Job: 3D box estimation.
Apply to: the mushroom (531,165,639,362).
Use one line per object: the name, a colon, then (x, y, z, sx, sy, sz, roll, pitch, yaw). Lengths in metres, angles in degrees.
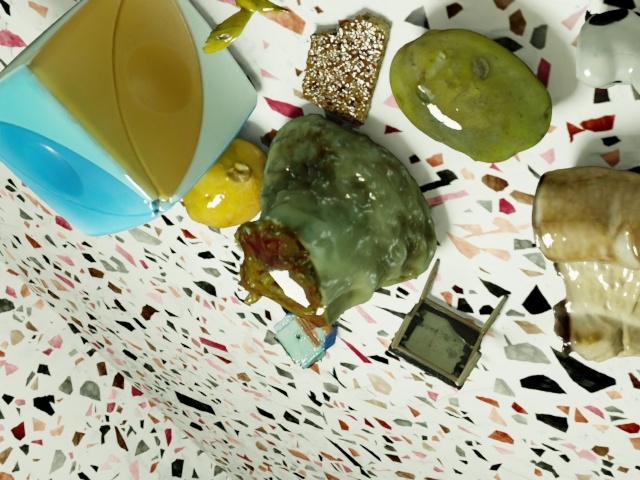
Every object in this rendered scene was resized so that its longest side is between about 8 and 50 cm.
mushroom: (0.538, 0.018, 1.169, 0.397, 0.224, 0.314, -4, 118, 35)

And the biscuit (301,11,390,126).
biscuit: (0.036, -0.292, 1.342, 0.131, 0.026, 0.237, 27, 148, 9)

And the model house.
model house: (-0.018, 0.225, 2.020, 0.148, 0.119, 0.148, -41, 79, 33)

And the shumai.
shumai: (0.000, 0.000, 1.481, 0.324, 0.323, 0.398, -2, 129, 42)

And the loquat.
loquat: (-0.191, -0.115, 1.637, 0.234, 0.187, 0.176, -21, 89, 62)

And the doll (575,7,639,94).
doll: (0.411, -0.230, 1.011, 0.180, 0.110, 0.107, 18, 106, 26)

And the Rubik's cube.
Rubik's cube: (-0.375, -0.244, 1.474, 0.352, 0.347, 0.351, 47, 146, -20)

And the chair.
chair: (0.250, 0.203, 1.672, 0.188, 0.166, 0.272, 28, 147, 10)

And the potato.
potato: (0.215, -0.210, 1.182, 0.228, 0.149, 0.197, 43, 161, -19)

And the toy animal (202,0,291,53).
toy animal: (-0.096, -0.388, 1.278, 0.155, 0.095, 0.219, 21, 115, 21)
